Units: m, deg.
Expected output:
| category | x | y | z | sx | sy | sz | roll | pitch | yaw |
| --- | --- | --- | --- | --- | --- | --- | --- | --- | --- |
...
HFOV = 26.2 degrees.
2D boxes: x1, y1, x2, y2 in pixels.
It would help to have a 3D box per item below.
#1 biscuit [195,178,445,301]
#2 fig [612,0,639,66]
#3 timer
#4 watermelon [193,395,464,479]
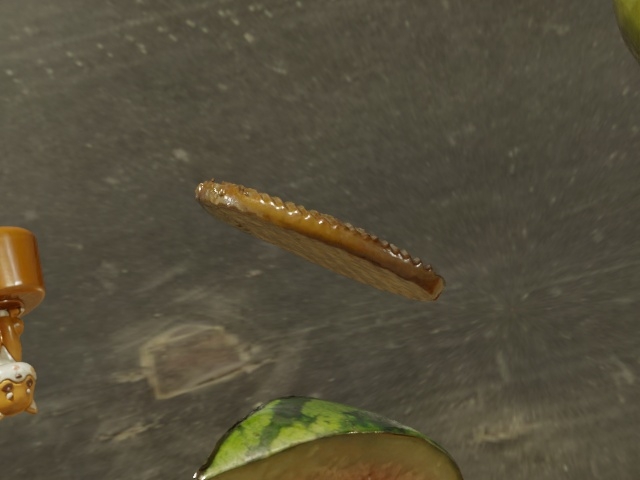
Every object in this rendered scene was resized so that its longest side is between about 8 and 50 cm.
| category | x | y | z | sx | sy | sz | roll | pitch | yaw |
| --- | --- | --- | --- | --- | --- | --- | --- | --- | --- |
| biscuit | 0.000 | 0.000 | 1.641 | 0.318 | 0.318 | 0.040 | 22 | 85 | 8 |
| fig | 0.461 | -0.269 | 1.430 | 0.343 | 0.343 | 0.343 | 0 | 87 | 8 |
| timer | -0.284 | 0.082 | 1.182 | 0.132 | 0.132 | 0.152 | -24 | 77 | 6 |
| watermelon | 0.011 | 0.142 | 0.612 | 0.063 | 0.245 | 0.119 | 21 | 59 | 29 |
